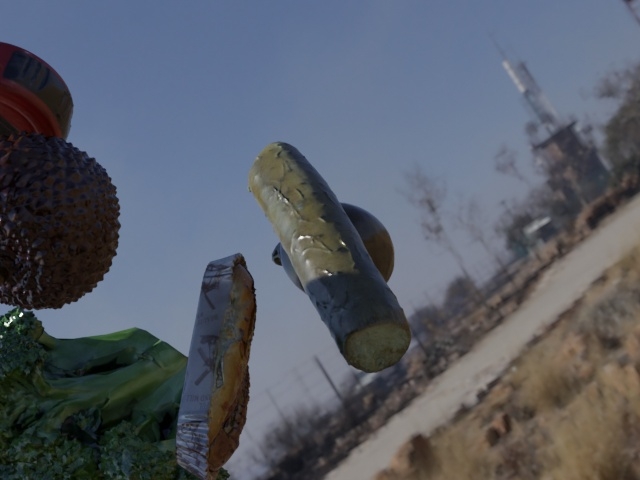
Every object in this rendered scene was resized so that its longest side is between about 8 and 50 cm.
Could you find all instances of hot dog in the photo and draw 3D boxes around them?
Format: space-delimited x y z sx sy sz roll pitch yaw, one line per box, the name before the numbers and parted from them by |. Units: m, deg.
hot dog | -0.081 0.104 0.909 0.053 0.192 0.099 3 -33 5

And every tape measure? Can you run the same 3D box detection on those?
tape measure | -0.545 -0.220 1.855 0.260 0.253 0.114 -20 43 35

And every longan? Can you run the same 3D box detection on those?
longan | 0.017 0.023 1.745 0.204 0.159 0.185 0 -25 27

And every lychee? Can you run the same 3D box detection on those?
lychee | -0.442 -0.030 1.737 0.275 0.275 0.304 -39 20 42

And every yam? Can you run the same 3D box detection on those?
yam | 0.000 0.000 1.141 0.083 0.083 0.371 -32 35 -1

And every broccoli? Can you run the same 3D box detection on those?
broccoli | -0.266 0.243 1.261 0.321 0.310 0.413 10 -3 -23
